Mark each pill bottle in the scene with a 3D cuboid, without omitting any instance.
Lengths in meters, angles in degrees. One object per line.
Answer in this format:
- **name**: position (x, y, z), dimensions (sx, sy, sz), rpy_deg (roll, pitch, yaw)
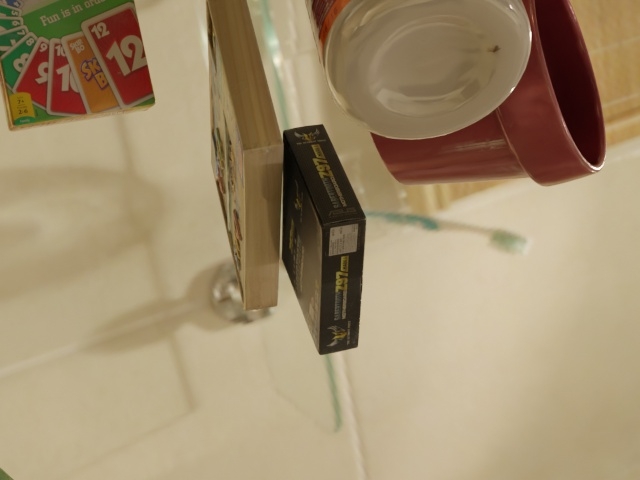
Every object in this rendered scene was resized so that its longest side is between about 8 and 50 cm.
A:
- **pill bottle**: position (0.045, -0.176, 0.776), dimensions (0.121, 0.121, 0.221), rpy_deg (97, -14, -47)

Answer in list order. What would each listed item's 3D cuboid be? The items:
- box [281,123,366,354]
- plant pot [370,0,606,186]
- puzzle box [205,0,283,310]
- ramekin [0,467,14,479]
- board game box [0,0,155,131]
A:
- **box**: position (0.000, 0.000, 1.579), dimensions (0.232, 0.059, 0.183), rpy_deg (93, -18, -44)
- **plant pot**: position (0.145, -0.133, 1.157), dimensions (0.180, 0.201, 0.201), rpy_deg (-16, -86, 24)
- **puzzle box**: position (-0.105, -0.114, 1.709), dimensions (0.409, 0.052, 0.272), rpy_deg (95, -18, -58)
- **ramekin**: position (-0.326, 0.248, 0.793), dimensions (0.148, 0.304, 0.303), rpy_deg (-78, 170, -52)
- **board game box**: position (-0.226, -0.229, 1.058), dimensions (0.039, 0.124, 0.259), rpy_deg (-16, -93, 66)
